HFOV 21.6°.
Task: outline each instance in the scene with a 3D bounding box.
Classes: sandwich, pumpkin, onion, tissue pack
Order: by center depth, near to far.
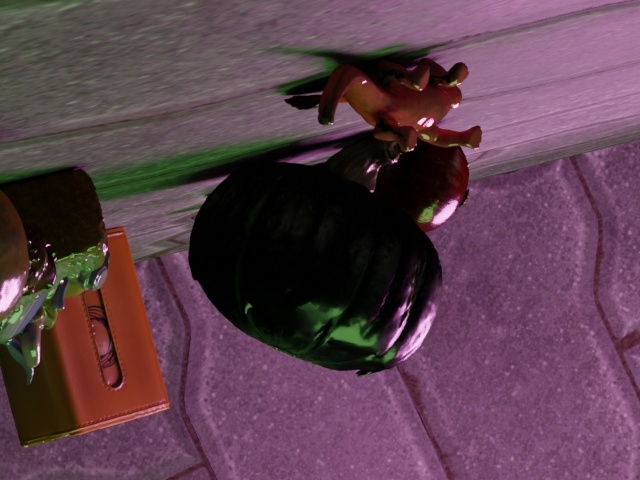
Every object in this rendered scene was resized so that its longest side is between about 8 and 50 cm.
[{"bbox_3d":[-0.344,0.044,1.542,0.288,0.100,0.254,-18,161,-17],"label":"sandwich"},{"bbox_3d":[0.000,0.000,1.920,0.295,0.296,0.296,-14,178,0],"label":"pumpkin"},{"bbox_3d":[0.122,-0.072,2.020,0.131,0.131,0.131,-14,178,0],"label":"onion"},{"bbox_3d":[-0.352,0.136,2.405,0.194,0.275,0.145,-14,177,-40],"label":"tissue pack"}]

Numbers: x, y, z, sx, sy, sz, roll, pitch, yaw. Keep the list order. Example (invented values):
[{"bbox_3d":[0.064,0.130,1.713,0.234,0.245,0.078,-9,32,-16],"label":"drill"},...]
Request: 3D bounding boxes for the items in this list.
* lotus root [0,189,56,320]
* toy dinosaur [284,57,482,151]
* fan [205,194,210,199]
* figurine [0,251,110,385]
[{"bbox_3d":[-0.294,0.018,1.044,0.169,0.152,0.342,-31,170,36],"label":"lotus root"},{"bbox_3d":[0.022,-0.111,1.297,0.139,0.070,0.286,11,-170,30],"label":"toy dinosaur"},{"bbox_3d":[-0.127,-0.062,2.247,0.056,0.004,0.083,-15,178,-4],"label":"fan"},{"bbox_3d":[-0.305,0.045,1.775,0.208,0.128,0.184,-61,169,26],"label":"figurine"}]
